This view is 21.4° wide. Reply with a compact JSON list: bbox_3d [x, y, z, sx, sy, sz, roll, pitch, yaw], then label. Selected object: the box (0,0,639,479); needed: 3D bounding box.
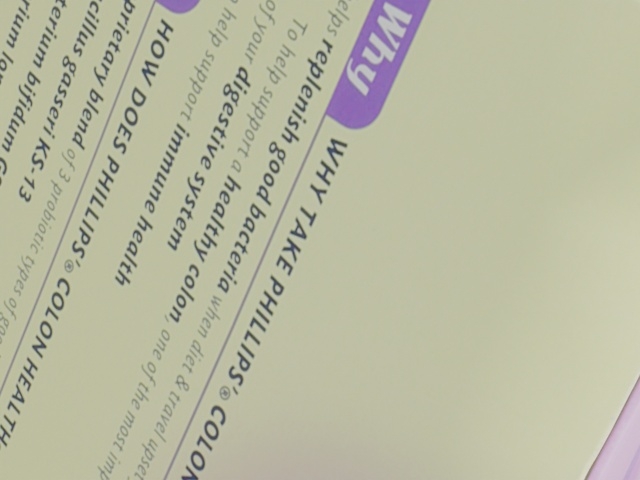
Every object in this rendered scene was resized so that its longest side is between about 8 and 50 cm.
[{"bbox_3d":[-0.007,0.002,0.429,0.243,0.117,0.213,36,112,31],"label":"box"}]
